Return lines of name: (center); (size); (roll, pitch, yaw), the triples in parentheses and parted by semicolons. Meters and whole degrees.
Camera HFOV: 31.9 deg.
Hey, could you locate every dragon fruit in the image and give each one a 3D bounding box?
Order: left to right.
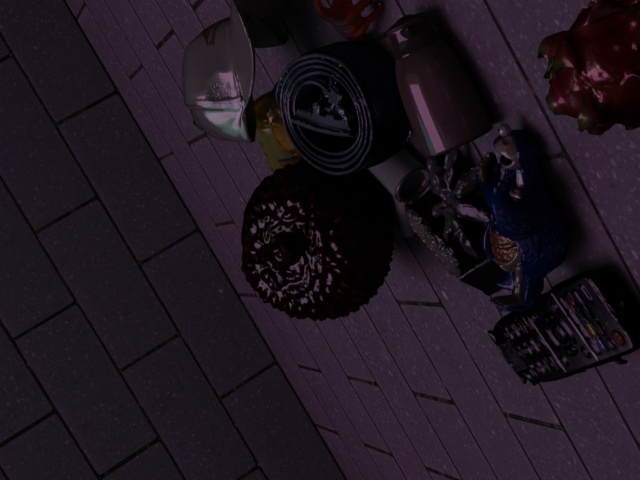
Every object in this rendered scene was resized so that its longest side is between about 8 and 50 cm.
dragon fruit: (0.316, -0.194, 1.131); (0.137, 0.135, 0.236); (61, 146, 8)

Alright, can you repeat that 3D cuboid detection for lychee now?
lychee: (0.000, 0.000, 2.045); (0.306, 0.306, 0.330); (55, -153, 10)

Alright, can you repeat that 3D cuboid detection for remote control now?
remote control: (0.367, 0.138, 1.669); (0.145, 0.062, 0.399); (55, 161, 6)

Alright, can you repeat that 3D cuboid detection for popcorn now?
popcorn: (-0.031, -0.230, 2.001); (0.152, 0.148, 0.167); (25, 161, 21)

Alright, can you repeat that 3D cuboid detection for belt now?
belt: (0.025, -0.212, 1.807); (0.267, 0.116, 0.207); (6, 113, 53)

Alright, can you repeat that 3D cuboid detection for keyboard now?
keyboard: (0.281, 0.054, 1.794); (0.060, 0.018, 0.195); (24, 163, -6)

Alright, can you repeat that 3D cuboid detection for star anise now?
star anise: (0.213, -0.069, 1.700); (0.180, 0.061, 0.205); (1, 103, 61)

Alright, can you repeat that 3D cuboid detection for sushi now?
sushi: (0.207, -0.013, 1.822); (0.150, 0.078, 0.090); (49, 167, 24)

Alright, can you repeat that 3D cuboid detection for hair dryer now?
hair dryer: (0.138, -0.086, 1.942); (0.131, 0.073, 0.236); (48, 170, 34)

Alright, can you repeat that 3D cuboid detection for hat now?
hat: (-0.162, -0.339, 1.937); (0.168, 0.258, 0.301); (11, 144, 4)

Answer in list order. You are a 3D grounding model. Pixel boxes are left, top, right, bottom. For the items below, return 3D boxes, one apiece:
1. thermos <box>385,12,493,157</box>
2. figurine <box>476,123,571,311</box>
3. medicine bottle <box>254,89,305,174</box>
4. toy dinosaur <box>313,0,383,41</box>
thermos: (0.156, -0.226, 1.576); (0.193, 0.105, 0.137); (64, -167, -8)
figurine: (0.282, -0.033, 1.539); (0.164, 0.120, 0.262); (-89, -8, -56)
medicine bottle: (-0.053, -0.184, 2.172); (0.124, 0.124, 0.239); (37, 154, 49)
toy dinosaur: (0.043, -0.342, 1.645); (0.055, 0.101, 0.279); (33, 176, 21)
